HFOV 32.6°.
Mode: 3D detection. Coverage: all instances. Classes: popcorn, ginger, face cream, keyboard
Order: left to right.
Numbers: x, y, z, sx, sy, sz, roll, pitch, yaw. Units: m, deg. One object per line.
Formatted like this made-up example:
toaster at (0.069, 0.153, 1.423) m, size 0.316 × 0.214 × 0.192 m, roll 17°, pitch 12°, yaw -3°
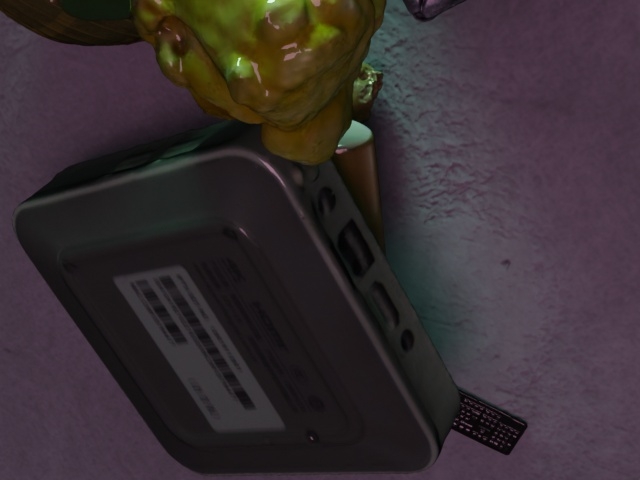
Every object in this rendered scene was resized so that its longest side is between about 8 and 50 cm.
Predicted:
popcorn at (-0.041, -0.188, 0.870) m, size 0.233 × 0.192 × 0.266 m, roll 19°, pitch 139°, yaw 47°
ginger at (-0.028, -0.143, 1.118) m, size 0.190 × 0.069 × 0.095 m, roll -2°, pitch 110°, yaw 15°
face cream at (0.000, 0.000, 1.141) m, size 0.139 × 0.067 × 0.285 m, roll 8°, pitch 133°, yaw 19°
keyboard at (0.158, 0.195, 1.258) m, size 0.155 × 0.010 × 0.053 m, roll 26°, pitch 116°, yaw 2°

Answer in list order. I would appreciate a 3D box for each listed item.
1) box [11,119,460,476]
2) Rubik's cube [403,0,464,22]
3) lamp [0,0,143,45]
box at (-0.092, 0.078, 1.138) m, size 0.396 × 0.111 × 0.396 m, roll -11°, pitch 119°, yaw 40°
Rubik's cube at (0.142, -0.362, 0.874) m, size 0.260 × 0.259 × 0.255 m, roll -25°, pitch 107°, yaw 19°
lamp at (-0.200, -0.319, 0.991) m, size 0.250 × 0.250 × 0.284 m, roll 31°, pitch 112°, yaw -1°
